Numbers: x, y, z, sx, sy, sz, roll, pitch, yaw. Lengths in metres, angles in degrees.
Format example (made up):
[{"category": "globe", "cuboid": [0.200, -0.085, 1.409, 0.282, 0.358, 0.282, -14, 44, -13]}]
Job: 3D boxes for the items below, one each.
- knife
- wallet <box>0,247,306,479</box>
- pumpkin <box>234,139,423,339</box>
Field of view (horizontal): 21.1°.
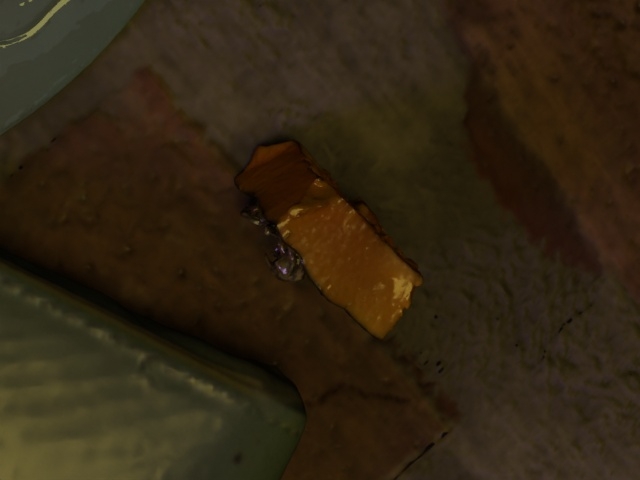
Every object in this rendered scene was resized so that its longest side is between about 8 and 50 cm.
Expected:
[{"category": "knife", "cuboid": [-0.218, -0.048, 0.711, 0.331, 0.044, 0.080, -17, 111, -18]}, {"category": "wallet", "cuboid": [-0.181, 0.178, 0.754, 0.252, 0.083, 0.360, 27, 88, -23]}, {"category": "pumpkin", "cuboid": [0.000, 0.000, 0.778, 0.054, 0.074, 0.083, -41, 115, 2]}]
